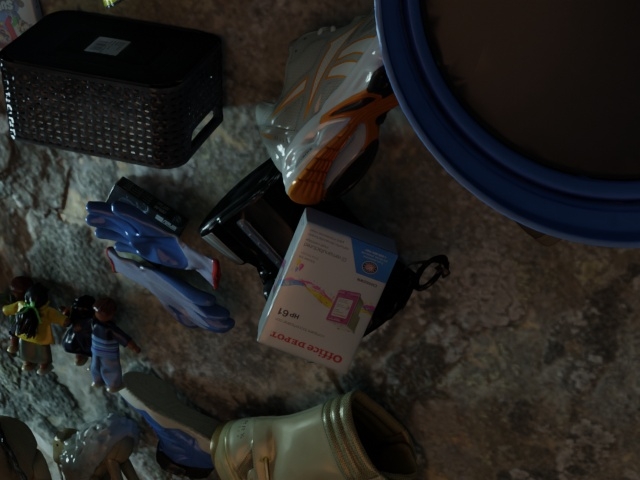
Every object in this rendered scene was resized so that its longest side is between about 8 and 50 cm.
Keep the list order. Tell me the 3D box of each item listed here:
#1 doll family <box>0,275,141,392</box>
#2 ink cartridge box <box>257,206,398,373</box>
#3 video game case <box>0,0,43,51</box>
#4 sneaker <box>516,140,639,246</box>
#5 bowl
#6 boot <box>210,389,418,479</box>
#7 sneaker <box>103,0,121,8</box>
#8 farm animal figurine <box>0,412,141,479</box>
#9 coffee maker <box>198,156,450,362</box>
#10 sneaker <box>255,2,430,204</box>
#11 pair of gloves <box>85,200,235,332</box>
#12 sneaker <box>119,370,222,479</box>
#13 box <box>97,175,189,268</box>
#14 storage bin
[{"bbox_3d":[-0.281,0.095,1.384,0.193,0.076,0.111,10,114,9],"label":"doll family"},{"bbox_3d":[0.005,0.045,1.116,0.088,0.052,0.122,20,106,-8],"label":"ink cartridge box"},{"bbox_3d":[-0.329,-0.244,1.214,0.119,0.015,0.166,4,123,20],"label":"video game case"},{"bbox_3d":[0.225,-0.069,1.068,0.071,0.066,0.188,39,127,-4],"label":"sneaker"},{"bbox_3d":[0.235,-0.187,0.921,0.391,0.077,0.391,2,114,4],"label":"bowl"},{"bbox_3d":[0.024,0.286,1.371,0.203,0.095,0.262,-20,108,30],"label":"boot"},{"bbox_3d":[-0.133,-0.276,1.079,0.209,0.069,0.082,-21,108,32],"label":"sneaker"},{"bbox_3d":[-0.411,0.293,1.442,0.327,0.330,0.172,-41,69,39],"label":"farm animal figurine"},{"bbox_3d":[0.000,0.000,1.192,0.171,0.120,0.178,-38,104,11],"label":"coffee maker"},{"bbox_3d":[0.030,-0.160,1.075,0.262,0.099,0.121,-49,60,22],"label":"sneaker"},{"bbox_3d":[-0.161,0.032,1.275,0.159,0.023,0.198,27,154,16],"label":"pair of gloves"},{"bbox_3d":[-0.179,0.217,1.428,0.152,0.058,0.084,32,120,-8],"label":"sneaker"},{"bbox_3d":[-0.186,-0.018,1.301,0.083,0.018,0.067,34,128,-1],"label":"box"},{"bbox_3d":[-0.190,-0.142,1.156,0.180,0.122,0.084,12,126,15],"label":"storage bin"}]
